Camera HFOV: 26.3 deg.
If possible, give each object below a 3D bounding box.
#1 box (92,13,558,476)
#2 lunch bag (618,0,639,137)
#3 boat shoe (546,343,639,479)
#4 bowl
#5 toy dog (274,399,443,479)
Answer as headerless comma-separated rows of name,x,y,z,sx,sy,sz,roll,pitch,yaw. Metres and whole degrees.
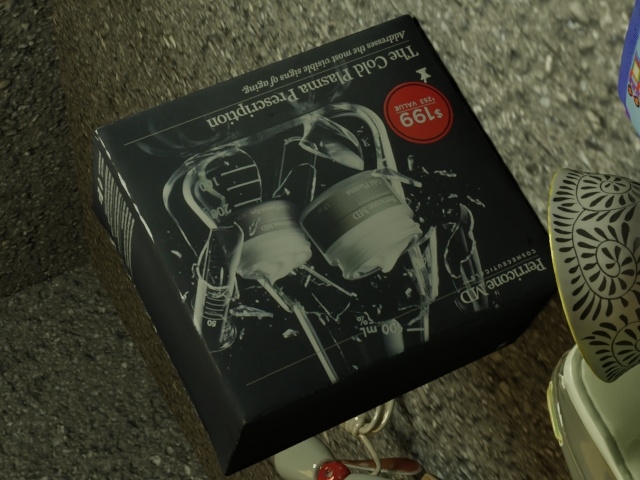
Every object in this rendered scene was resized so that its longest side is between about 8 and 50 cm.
box,0.000,0.000,1.314,0.312,0.343,0.179,61,160,17
lunch bag,0.253,-0.073,0.735,0.293,0.138,0.221,108,146,-51
boat shoe,0.283,0.228,1.175,0.091,0.109,0.305,123,128,-69
bowl,0.239,0.018,1.038,0.080,0.170,0.170,-14,102,27
toy dog,0.090,0.351,1.778,0.161,0.220,0.334,41,-169,-41
